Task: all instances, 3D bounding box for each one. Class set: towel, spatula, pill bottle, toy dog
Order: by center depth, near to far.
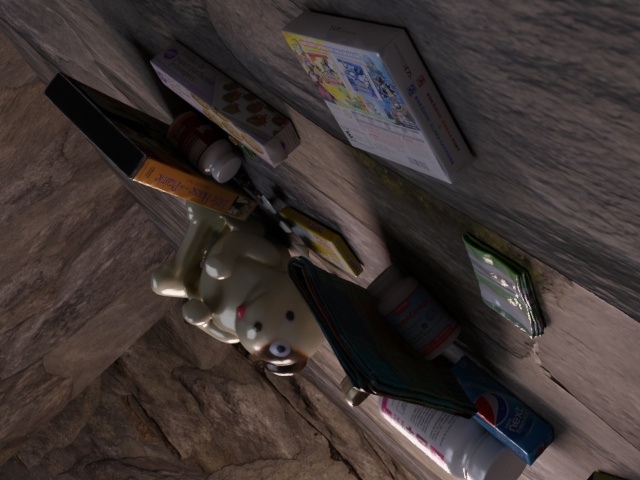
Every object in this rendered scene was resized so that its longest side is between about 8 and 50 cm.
[{"bbox_3d":[0.242,0.063,1.278,0.113,0.023,0.152,35,164,40],"label":"towel"},{"bbox_3d":[0.110,0.167,1.598,0.370,0.040,0.271,25,-154,-51],"label":"towel"},{"bbox_3d":[0.154,0.118,1.606,0.160,0.087,0.087,46,168,-1],"label":"pill bottle"},{"bbox_3d":[0.259,0.356,1.846,0.283,0.160,0.160,35,164,41],"label":"pill bottle"},{"bbox_3d":[-0.235,-0.188,1.942,0.152,0.086,0.086,42,167,19],"label":"pill bottle"},{"bbox_3d":[-0.076,-0.023,2.000,0.168,0.019,0.242,50,176,-4],"label":"spatula"},{"bbox_3d":[-0.145,0.131,2.158,0.395,0.284,0.408,28,-171,-41],"label":"toy dog"}]

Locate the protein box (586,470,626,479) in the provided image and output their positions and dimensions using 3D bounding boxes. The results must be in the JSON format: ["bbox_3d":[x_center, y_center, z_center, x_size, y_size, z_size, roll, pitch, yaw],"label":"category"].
[{"bbox_3d":[0.508,0.502,1.528,0.201,0.136,0.200,47,168,-4],"label":"protein box"}]

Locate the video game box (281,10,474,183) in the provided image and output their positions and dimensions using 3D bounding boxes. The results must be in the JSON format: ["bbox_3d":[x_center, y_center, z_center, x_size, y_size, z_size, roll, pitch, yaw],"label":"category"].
[{"bbox_3d":[0.062,-0.167,1.086,0.205,0.048,0.187,29,161,53],"label":"video game box"}]

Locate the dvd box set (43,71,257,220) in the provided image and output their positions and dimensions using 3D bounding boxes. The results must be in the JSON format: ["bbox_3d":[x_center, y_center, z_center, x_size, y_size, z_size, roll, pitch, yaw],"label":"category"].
[{"bbox_3d":[-0.342,-0.187,1.992,0.308,0.062,0.420,43,-170,27],"label":"dvd box set"}]

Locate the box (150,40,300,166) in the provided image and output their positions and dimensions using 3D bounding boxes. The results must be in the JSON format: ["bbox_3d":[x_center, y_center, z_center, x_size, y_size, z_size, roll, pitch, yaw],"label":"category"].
[{"bbox_3d":[-0.163,-0.233,1.600,0.324,0.063,0.067,39,165,33],"label":"box"}]

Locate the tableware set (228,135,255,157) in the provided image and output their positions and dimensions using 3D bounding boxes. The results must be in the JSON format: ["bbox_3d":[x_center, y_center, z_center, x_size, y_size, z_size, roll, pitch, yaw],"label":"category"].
[{"bbox_3d":[-0.147,-0.198,1.755,0.104,0.024,0.154,46,168,-2],"label":"tableware set"}]

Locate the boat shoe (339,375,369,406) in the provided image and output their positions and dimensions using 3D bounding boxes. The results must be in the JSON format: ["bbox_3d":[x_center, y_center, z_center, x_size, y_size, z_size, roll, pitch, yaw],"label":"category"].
[{"bbox_3d":[0.089,0.203,1.745,0.110,0.121,0.341,46,-163,5],"label":"boat shoe"}]

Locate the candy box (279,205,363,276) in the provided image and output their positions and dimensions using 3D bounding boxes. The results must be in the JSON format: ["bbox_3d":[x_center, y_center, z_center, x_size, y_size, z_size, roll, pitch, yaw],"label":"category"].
[{"bbox_3d":[0.000,0.000,1.891,0.206,0.027,0.105,31,159,53],"label":"candy box"}]

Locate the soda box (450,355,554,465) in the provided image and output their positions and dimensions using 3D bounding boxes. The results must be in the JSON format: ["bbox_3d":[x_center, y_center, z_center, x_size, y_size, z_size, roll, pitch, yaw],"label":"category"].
[{"bbox_3d":[0.315,0.304,1.711,0.210,0.067,0.071,38,166,31],"label":"soda box"}]

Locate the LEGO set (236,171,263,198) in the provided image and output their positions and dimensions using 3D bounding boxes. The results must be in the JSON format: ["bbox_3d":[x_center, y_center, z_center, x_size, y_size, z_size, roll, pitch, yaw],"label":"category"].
[{"bbox_3d":[-0.159,-0.117,2.063,0.083,0.023,0.054,46,168,3],"label":"LEGO set"}]
